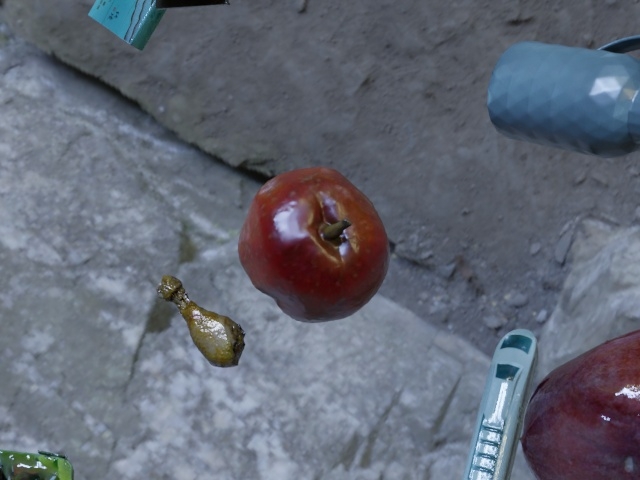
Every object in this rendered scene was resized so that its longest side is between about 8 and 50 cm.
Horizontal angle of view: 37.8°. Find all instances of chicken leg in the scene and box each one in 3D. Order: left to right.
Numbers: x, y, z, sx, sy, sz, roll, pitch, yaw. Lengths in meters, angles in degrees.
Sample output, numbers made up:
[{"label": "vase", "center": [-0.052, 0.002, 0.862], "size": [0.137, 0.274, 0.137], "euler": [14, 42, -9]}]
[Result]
[{"label": "chicken leg", "center": [-0.260, 0.173, 2.013], "size": [0.251, 0.087, 0.107], "euler": [44, 105, 5]}]

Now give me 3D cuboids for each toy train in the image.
[{"label": "toy train", "center": [0.350, 0.353, 1.843], "size": [0.087, 0.406, 0.088], "euler": [8, 159, 27]}]

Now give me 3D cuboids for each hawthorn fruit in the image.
[{"label": "hawthorn fruit", "center": [0.000, 0.000, 1.657], "size": [0.287, 0.287, 0.330], "euler": [48, 163, -3]}]

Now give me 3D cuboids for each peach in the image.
[{"label": "peach", "center": [0.207, 0.133, 0.625], "size": [0.152, 0.152, 0.152], "euler": [16, 125, 23]}]

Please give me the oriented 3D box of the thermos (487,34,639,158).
[{"label": "thermos", "center": [0.382, -0.198, 1.267], "size": [0.287, 0.182, 0.145], "euler": [20, 167, 46]}]

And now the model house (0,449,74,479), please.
[{"label": "model house", "center": [-0.579, 0.496, 1.372], "size": [0.300, 0.324, 0.340], "euler": [3, 89, 16]}]

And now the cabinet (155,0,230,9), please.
[{"label": "cabinet", "center": [-0.209, -0.416, 1.182], "size": [0.148, 0.175, 0.215], "euler": [9, 95, 37]}]

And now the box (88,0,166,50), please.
[{"label": "box", "center": [-0.404, -0.516, 2.010], "size": [0.229, 0.041, 0.162], "euler": [39, 99, 45]}]
